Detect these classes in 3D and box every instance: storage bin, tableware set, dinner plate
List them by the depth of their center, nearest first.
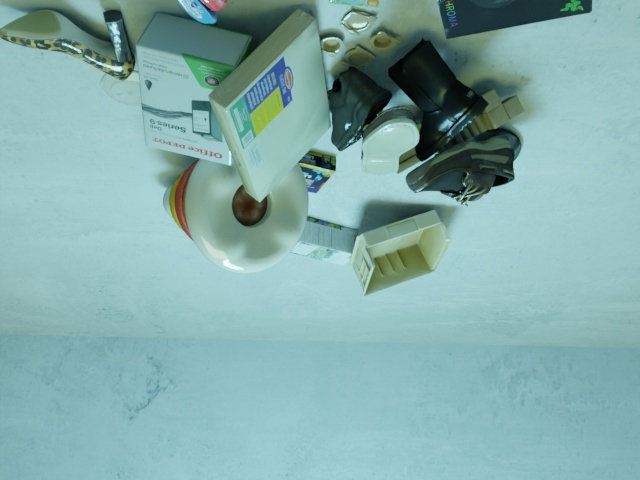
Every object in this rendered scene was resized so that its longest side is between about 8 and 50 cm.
[{"bbox_3d":[0.080,-0.421,1.633,0.141,0.020,0.169,19,150,-32],"label":"tableware set"},{"bbox_3d":[-0.447,-0.354,1.812,0.141,0.017,0.141,3,155,1],"label":"dinner plate"},{"bbox_3d":[0.243,0.038,2.382,0.262,0.123,0.260,-18,158,-13],"label":"storage bin"}]

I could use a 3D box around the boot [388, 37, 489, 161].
[{"bbox_3d":[0.229,-0.308,1.691,0.207,0.094,0.246,46,148,-1],"label":"boot"}]

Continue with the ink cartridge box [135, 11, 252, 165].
[{"bbox_3d":[-0.268,-0.316,1.646,0.211,0.121,0.289,14,142,3],"label":"ink cartridge box"}]

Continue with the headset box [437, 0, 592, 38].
[{"bbox_3d":[0.337,-0.497,1.328,0.283,0.131,0.246,-7,154,15],"label":"headset box"}]

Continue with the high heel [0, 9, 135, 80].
[{"bbox_3d":[-0.532,-0.395,1.627,0.261,0.093,0.186,-6,149,-6],"label":"high heel"}]

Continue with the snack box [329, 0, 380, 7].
[{"bbox_3d":[0.073,-0.502,1.439,0.100,0.037,0.141,5,155,-5],"label":"snack box"}]

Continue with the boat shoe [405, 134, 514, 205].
[{"bbox_3d":[0.349,-0.156,1.793,0.355,0.130,0.132,-19,171,-38],"label":"boat shoe"}]

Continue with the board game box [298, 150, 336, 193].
[{"bbox_3d":[-0.062,-0.194,2.097,0.170,0.048,0.141,11,152,-19],"label":"board game box"}]

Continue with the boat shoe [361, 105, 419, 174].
[{"bbox_3d":[0.147,-0.234,1.694,0.117,0.096,0.324,2,168,-2],"label":"boat shoe"}]

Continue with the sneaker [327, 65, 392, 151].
[{"bbox_3d":[0.071,-0.309,1.776,0.130,0.109,0.286,47,156,4],"label":"sneaker"}]

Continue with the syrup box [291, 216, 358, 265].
[{"bbox_3d":[0.000,0.000,2.450,0.237,0.096,0.093,13,152,-28],"label":"syrup box"}]

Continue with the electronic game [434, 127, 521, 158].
[{"bbox_3d":[0.409,-0.223,2.006,0.229,0.048,0.229,-5,153,-3],"label":"electronic game"}]

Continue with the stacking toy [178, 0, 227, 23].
[{"bbox_3d":[-0.122,-0.519,1.322,0.302,0.165,0.175,-22,159,13],"label":"stacking toy"}]

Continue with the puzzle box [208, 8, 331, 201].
[{"bbox_3d":[-0.094,-0.281,1.681,0.052,0.272,0.409,38,164,19],"label":"puzzle box"}]

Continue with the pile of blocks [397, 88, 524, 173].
[{"bbox_3d":[0.300,-0.286,1.846,0.362,0.149,0.112,-23,103,26],"label":"pile of blocks"}]

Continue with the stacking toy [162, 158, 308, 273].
[{"bbox_3d":[-0.291,-0.112,2.063,0.351,0.350,0.480,22,173,-37],"label":"stacking toy"}]
